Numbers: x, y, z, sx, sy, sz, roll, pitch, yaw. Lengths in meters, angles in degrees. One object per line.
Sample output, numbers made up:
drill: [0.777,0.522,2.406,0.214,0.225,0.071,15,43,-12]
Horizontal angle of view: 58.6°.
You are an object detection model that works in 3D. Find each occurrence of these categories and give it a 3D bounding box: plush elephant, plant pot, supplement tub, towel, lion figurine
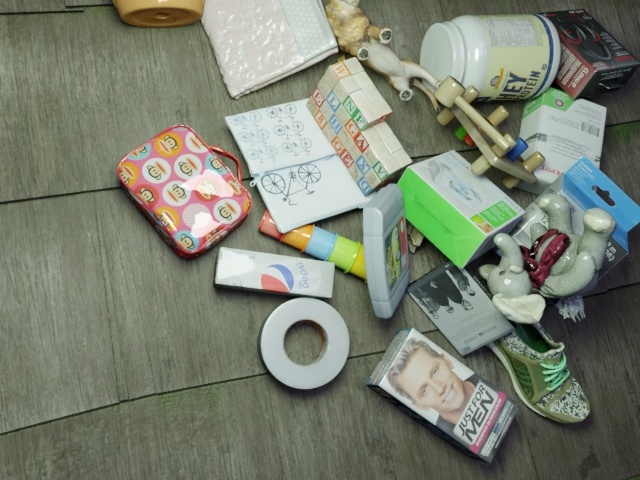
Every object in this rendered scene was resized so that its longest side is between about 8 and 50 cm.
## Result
plush elephant: [0.514,0.061,1.381,0.256,0.272,0.329,-8,112,-4]
plant pot: [-0.400,-0.649,1.397,0.291,0.291,0.203,-7,97,-16]
supplement tub: [0.468,-0.508,1.599,0.325,0.235,0.235,-8,81,-15]
towel: [-0.149,-0.579,1.493,0.317,0.053,0.331,-22,83,8]
lion figurine: [0.169,-0.495,1.540,0.142,0.240,0.392,-44,120,9]

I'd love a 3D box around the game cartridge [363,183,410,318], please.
game cartridge: [0.163,0.031,1.393,0.196,0.060,0.294,-43,131,-52]

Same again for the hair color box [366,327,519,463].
hair color box: [0.310,0.392,1.450,0.347,0.105,0.173,35,73,-5]

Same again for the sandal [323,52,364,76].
sandal: [0.078,-0.493,1.593,0.180,0.049,0.072,-41,92,-19]

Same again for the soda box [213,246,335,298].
soda box: [-0.115,0.085,1.406,0.287,0.098,0.091,9,77,-13]

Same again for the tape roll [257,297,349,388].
tape roll: [-0.043,0.252,1.404,0.220,0.072,0.219,3,78,-15]

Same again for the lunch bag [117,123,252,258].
lunch bag: [-0.313,-0.131,1.385,0.258,0.120,0.293,-39,90,-18]

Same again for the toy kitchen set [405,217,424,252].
toy kitchen set: [0.225,-0.013,1.531,0.075,0.083,0.068,13,118,-11]

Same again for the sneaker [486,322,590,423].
sneaker: [0.579,0.320,1.492,0.158,0.182,0.410,-42,92,-18]

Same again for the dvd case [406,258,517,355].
dvd case: [0.360,0.172,1.476,0.238,0.179,0.029,49,39,-2]

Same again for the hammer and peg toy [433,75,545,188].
hammer and peg toy: [0.420,-0.271,1.482,0.362,0.127,0.265,9,46,-48]

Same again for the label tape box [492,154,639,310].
label tape box: [0.679,-0.018,1.542,0.249,0.115,0.347,42,105,-3]

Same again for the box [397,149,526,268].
box: [0.349,-0.086,1.464,0.231,0.126,0.262,-23,62,-43]

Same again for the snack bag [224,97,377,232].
snack bag: [-0.040,-0.204,1.469,0.323,0.037,0.342,-19,78,-28]

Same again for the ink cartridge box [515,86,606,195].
ink cartridge box: [0.696,-0.272,1.670,0.211,0.121,0.288,17,76,-10]

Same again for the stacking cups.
stacking cups: [0.000,0.000,1.457,0.317,0.096,0.095,26,74,-7]

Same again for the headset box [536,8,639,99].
headset box: [0.770,-0.543,1.682,0.218,0.110,0.293,-16,61,-27]

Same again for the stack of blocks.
stack of blocks: [0.101,-0.284,1.443,0.087,0.171,0.297,-28,82,-30]
